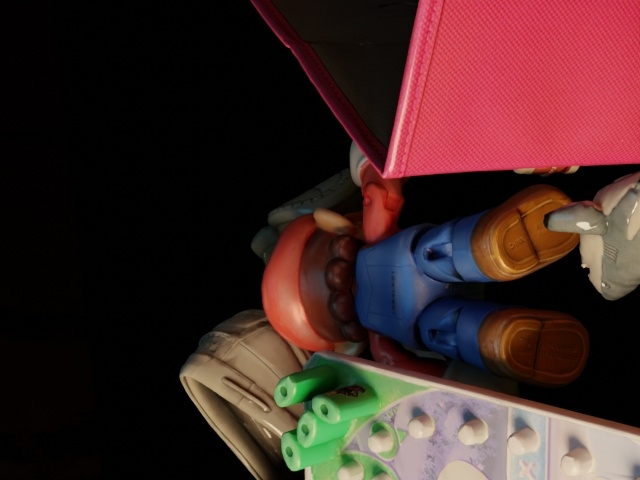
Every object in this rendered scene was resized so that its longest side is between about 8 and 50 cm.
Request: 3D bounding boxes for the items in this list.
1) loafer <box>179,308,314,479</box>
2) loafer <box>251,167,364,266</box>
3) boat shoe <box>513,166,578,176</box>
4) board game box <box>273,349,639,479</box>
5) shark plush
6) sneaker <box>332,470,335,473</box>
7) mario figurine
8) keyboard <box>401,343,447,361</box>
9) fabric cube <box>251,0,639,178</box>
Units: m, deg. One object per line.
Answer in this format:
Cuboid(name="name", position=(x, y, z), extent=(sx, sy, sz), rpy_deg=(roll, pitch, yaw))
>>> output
Cuboid(name="loafer", position=(-0.007, 0.210, 1.000), extent=(0.319, 0.111, 0.112), rpy_deg=(55, 140, -3))
Cuboid(name="loafer", position=(0.000, 0.000, 1.157), extent=(0.087, 0.094, 0.251), rpy_deg=(59, 166, 3))
Cuboid(name="boat shoe", position=(0.145, -0.110, 0.784), extent=(0.049, 0.043, 0.137), rpy_deg=(-177, 85, -72))
Cuboid(name="board game box", position=(0.113, 0.291, 0.722), extent=(0.390, 0.050, 0.389), rpy_deg=(9, 104, 46))
Cuboid(name="shark plush", position=(0.205, -0.014, 0.670), extent=(0.161, 0.073, 0.067), rpy_deg=(-27, 88, 46))
Cuboid(name="sneaker", position=(0.075, 0.184, 0.847), extent=(0.153, 0.094, 0.235), rpy_deg=(46, 180, -25))
Cuboid(name="mario figurine", position=(0.088, 0.023, 0.910), extent=(0.321, 0.170, 0.198), rpy_deg=(4, 63, 60))
Cuboid(name="keyboard", position=(0.084, 0.110, 1.035), extent=(0.256, 0.014, 0.072), rpy_deg=(-125, 31, -54))
Cuboid(name="fabric cube", position=(0.121, -0.200, 0.528), extent=(0.259, 0.258, 0.254), rpy_deg=(-121, 33, -51))
